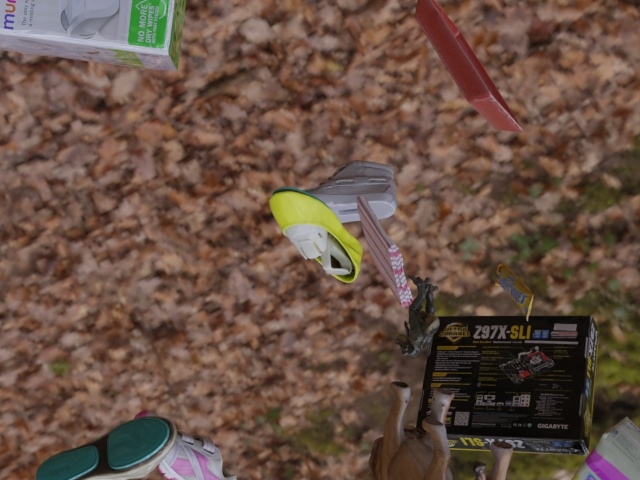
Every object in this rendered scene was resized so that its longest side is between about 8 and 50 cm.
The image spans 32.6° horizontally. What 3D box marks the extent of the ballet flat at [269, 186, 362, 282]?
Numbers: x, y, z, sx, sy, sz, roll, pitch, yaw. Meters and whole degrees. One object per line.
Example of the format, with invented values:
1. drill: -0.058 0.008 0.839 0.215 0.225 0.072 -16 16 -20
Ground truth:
1. ballet flat: 0.000 0.000 1.607 0.077 0.077 0.231 -13 151 24

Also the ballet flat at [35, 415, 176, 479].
1. ballet flat: -0.300 0.321 1.600 0.248 0.086 0.086 -19 170 20

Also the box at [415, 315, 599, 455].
1. box: 0.356 0.271 2.085 0.322 0.257 0.079 -3 146 25

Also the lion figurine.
1. lion figurine: 0.164 0.365 1.655 0.142 0.240 0.392 9 -171 -9

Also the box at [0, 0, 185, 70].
1. box: -0.283 -0.280 1.306 0.231 0.127 0.262 7 -176 -5

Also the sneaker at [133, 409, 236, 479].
1. sneaker: -0.242 0.385 1.964 0.111 0.252 0.103 -42 -150 -17

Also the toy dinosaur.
1. toy dinosaur: 0.172 0.125 1.837 0.064 0.118 0.268 4 166 -2

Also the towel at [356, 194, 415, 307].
1. towel: 0.119 0.020 2.006 0.029 0.144 0.197 -26 141 -7

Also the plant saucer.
1. plant saucer: 0.272 -0.325 2.054 0.047 0.258 0.259 -34 160 15

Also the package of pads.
1. package of pads: 0.539 0.487 1.907 0.101 0.229 0.297 -24 147 -38

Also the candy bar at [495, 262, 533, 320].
1. candy bar: 0.288 0.073 1.615 0.018 0.040 0.161 4 -164 -9

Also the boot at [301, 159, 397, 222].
1. boot: 0.036 -0.107 2.374 0.258 0.123 0.095 -1 143 2
